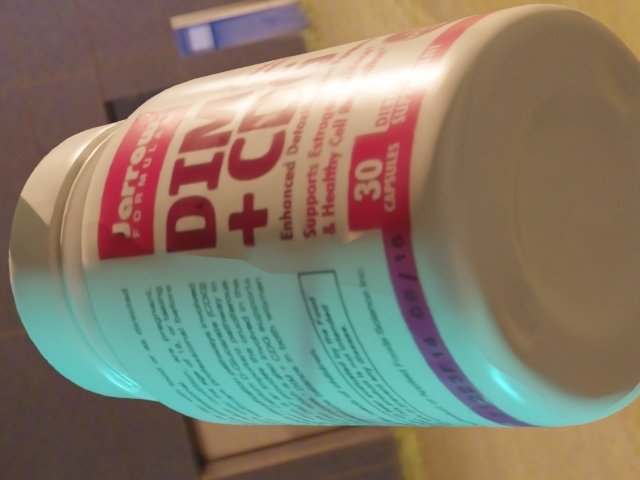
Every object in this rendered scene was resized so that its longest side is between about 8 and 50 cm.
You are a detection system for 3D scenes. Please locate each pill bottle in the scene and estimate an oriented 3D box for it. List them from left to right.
[{"bbox_3d":[0.000,0.000,0.698,0.283,0.160,0.160,-7,99,45],"label":"pill bottle"}]
